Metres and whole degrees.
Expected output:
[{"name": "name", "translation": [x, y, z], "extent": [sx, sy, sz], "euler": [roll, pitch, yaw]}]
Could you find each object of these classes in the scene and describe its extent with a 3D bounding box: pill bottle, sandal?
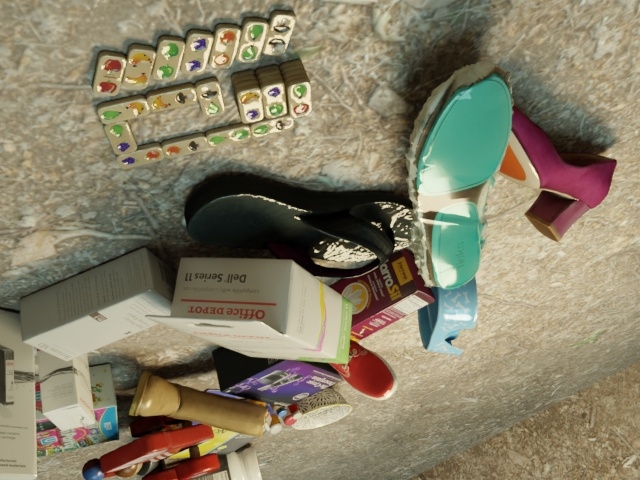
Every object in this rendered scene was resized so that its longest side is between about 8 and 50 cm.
[{"name": "pill bottle", "translation": [-0.322, 0.736, 2.087], "extent": [0.278, 0.162, 0.162], "euler": [-14, 150, -9]}, {"name": "sandal", "translation": [-0.002, 0.001, 1.081], "extent": [0.445, 0.107, 0.167], "euler": [4, 144, -35]}]

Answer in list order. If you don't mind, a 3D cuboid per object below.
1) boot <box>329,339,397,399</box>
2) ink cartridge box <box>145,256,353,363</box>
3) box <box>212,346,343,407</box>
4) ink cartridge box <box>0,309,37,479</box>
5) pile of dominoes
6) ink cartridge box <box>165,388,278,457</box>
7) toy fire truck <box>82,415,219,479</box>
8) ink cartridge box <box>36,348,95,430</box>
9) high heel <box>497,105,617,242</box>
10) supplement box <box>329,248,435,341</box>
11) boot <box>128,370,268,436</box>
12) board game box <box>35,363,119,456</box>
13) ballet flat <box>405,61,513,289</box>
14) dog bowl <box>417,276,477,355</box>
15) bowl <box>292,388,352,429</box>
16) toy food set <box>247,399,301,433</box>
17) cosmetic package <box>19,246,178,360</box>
[{"name": "boot", "translation": [0.034, 0.225, 1.362], "extent": [0.088, 0.244, 0.176], "euler": [-54, 145, -2]}, {"name": "ink cartridge box", "translation": [-0.099, 0.111, 1.107], "extent": [0.207, 0.119, 0.353], "euler": [0, 162, 22]}, {"name": "box", "translation": [-0.085, 0.279, 1.513], "extent": [0.184, 0.103, 0.261], "euler": [-27, 150, 20]}, {"name": "ink cartridge box", "translation": [-0.546, 0.265, 1.057], "extent": [0.197, 0.273, 0.114], "euler": [-34, 144, 25]}, {"name": "pile of dominoes", "translation": [-0.136, -0.161, 0.803], "extent": [0.251, 0.040, 0.196], "euler": [-15, 151, -7]}, {"name": "ink cartridge box", "translation": [-0.267, 0.493, 1.804], "extent": [0.307, 0.072, 0.303], "euler": [-36, 146, 31]}, {"name": "toy fire truck", "translation": [-0.396, 0.481, 1.549], "extent": [0.302, 0.170, 0.253], "euler": [-28, 160, 30]}, {"name": "ink cartridge box", "translation": [-0.448, 0.245, 1.197], "extent": [0.063, 0.151, 0.109], "euler": [-14, 150, -9]}, {"name": "high heel", "translation": [0.367, -0.151, 1.080], "extent": [0.181, 0.127, 0.377], "euler": [-51, 142, -1]}, {"name": "supplement box", "translation": [0.113, 0.107, 1.327], "extent": [0.188, 0.104, 0.080], "euler": [-32, 148, 21]}, {"name": "boot", "translation": [-0.243, 0.345, 1.413], "extent": [0.269, 0.089, 0.236], "euler": [15, 172, -1]}, {"name": "board game box", "translation": [-0.572, 0.360, 1.380], "extent": [0.303, 0.098, 0.224], "euler": [-8, 149, -19]}, {"name": "ballet flat", "translation": [0.175, -0.094, 0.983], "extent": [0.146, 0.147, 0.409], "euler": [-13, 137, -10]}, {"name": "dog bowl", "translation": [0.255, 0.132, 1.404], "extent": [0.073, 0.166, 0.297], "euler": [-3, 150, -2]}, {"name": "bowl", "translation": [-0.006, 0.446, 1.856], "extent": [0.170, 0.080, 0.170], "euler": [-14, 150, -8]}, {"name": "toy food set", "translation": [-0.111, 0.437, 1.718], "extent": [0.111, 0.105, 0.232], "euler": [-25, 138, -11]}, {"name": "cosmetic package", "translation": [-0.347, 0.106, 1.090], "extent": [0.231, 0.086, 0.117], "euler": [-24, 150, 7]}]
